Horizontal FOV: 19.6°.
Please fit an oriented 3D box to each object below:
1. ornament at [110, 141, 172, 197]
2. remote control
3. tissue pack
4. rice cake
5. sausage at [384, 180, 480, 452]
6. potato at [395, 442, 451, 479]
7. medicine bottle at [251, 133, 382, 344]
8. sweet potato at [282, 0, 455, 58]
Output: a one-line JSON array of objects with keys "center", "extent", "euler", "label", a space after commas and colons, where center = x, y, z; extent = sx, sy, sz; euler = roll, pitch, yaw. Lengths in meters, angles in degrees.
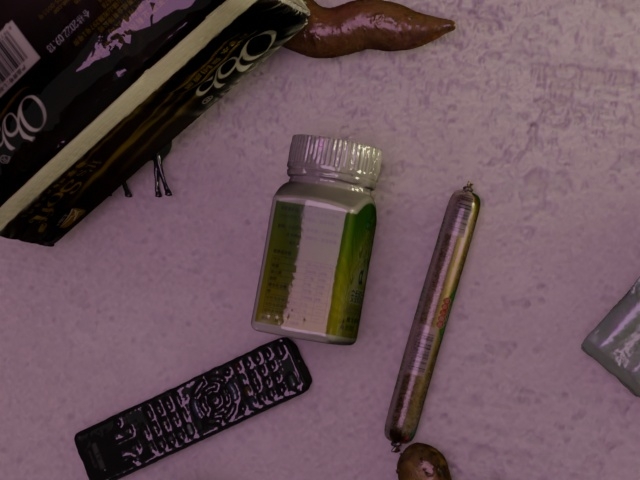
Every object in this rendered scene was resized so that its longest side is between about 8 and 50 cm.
[{"center": [-0.177, -0.105, 1.843], "extent": [0.073, 0.028, 0.125], "euler": [2, 89, 12], "label": "ornament"}, {"center": [-0.126, 0.169, 1.817], "extent": [0.245, 0.025, 0.063], "euler": [-25, 81, 10], "label": "remote control"}, {"center": [-0.221, -0.179, 1.741], "extent": [0.370, 0.198, 0.210], "euler": [-39, 79, 13], "label": "tissue pack"}, {"center": [0.359, 0.050, 1.707], "extent": [0.127, 0.043, 0.237], "euler": [44, 96, 13], "label": "rice cake"}, {"center": [0.106, 0.073, 1.767], "extent": [0.033, 0.033, 0.269], "euler": [16, 90, 13], "label": "sausage"}, {"center": [0.101, 0.232, 1.755], "extent": [0.051, 0.040, 0.083], "euler": [-15, 89, 34], "label": "potato"}, {"center": [0.000, 0.000, 1.743], "extent": [0.088, 0.132, 0.188], "euler": [10, 88, 13], "label": "medicine bottle"}, {"center": [0.022, -0.206, 1.792], "extent": [0.218, 0.051, 0.065], "euler": [8, 86, 13], "label": "sweet potato"}]
